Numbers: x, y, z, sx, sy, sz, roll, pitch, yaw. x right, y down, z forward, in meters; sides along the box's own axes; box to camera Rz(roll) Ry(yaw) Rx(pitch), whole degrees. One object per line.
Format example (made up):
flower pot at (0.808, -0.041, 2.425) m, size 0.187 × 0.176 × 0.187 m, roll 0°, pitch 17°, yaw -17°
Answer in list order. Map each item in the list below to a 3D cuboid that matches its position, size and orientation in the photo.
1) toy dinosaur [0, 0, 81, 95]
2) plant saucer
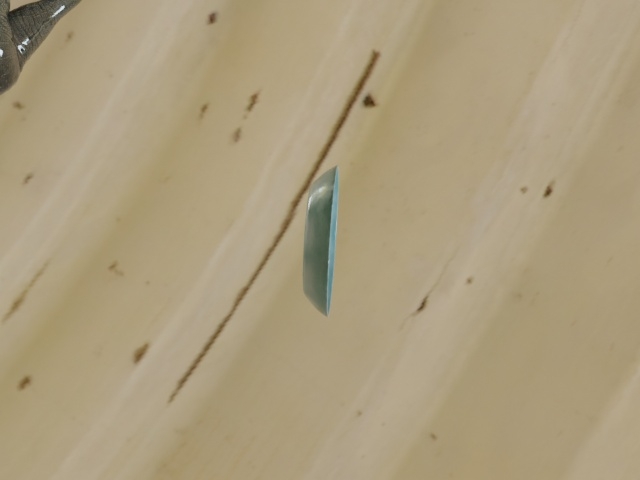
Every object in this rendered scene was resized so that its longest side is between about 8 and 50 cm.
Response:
toy dinosaur at (-0.313, -0.164, 0.961) m, size 0.121 × 0.313 × 0.160 m, roll 12°, pitch -67°, yaw 16°
plant saucer at (0.000, 0.000, 0.903) m, size 0.021 × 0.119 × 0.119 m, roll 3°, pitch -63°, yaw 2°
